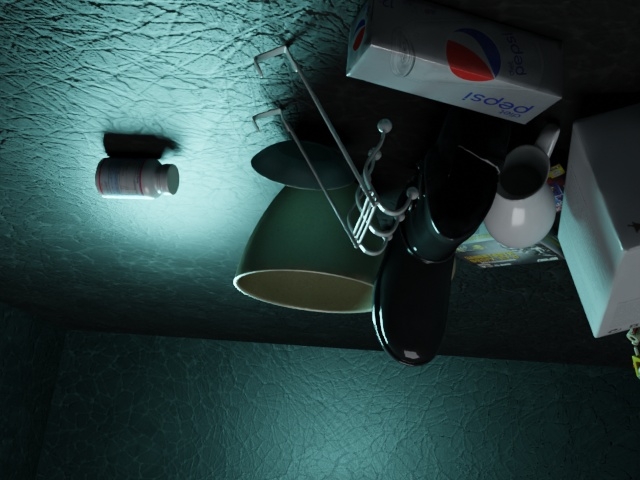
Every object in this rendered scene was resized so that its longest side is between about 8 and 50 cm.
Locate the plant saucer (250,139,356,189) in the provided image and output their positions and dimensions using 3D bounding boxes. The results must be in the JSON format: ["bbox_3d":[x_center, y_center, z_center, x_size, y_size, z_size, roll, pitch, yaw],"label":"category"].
[{"bbox_3d":[-0.028,-0.146,1.507,0.195,0.037,0.195,8,-155,-4],"label":"plant saucer"}]

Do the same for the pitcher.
[{"bbox_3d":[0.355,-0.089,1.425,0.125,0.178,0.207,33,164,24],"label":"pitcher"}]

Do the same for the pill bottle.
[{"bbox_3d":[-0.381,-0.129,1.739,0.160,0.087,0.087,3,162,13],"label":"pill bottle"}]

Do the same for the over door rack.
[{"bbox_3d":[0.026,-0.146,1.323,0.324,0.108,0.239,50,165,10],"label":"over door rack"}]

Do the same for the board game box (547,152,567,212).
[{"bbox_3d":[0.392,-0.084,1.581,0.194,0.060,0.194,-21,143,27],"label":"board game box"}]

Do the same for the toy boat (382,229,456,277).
[{"bbox_3d":[0.214,0.048,2.036,0.231,0.151,0.151,7,-167,1],"label":"toy boat"}]

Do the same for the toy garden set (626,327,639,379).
[{"bbox_3d":[0.688,0.236,1.638,0.204,0.049,0.244,24,155,49],"label":"toy garden set"}]

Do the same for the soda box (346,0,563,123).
[{"bbox_3d":[0.185,-0.249,1.140,0.286,0.091,0.098,12,161,-16],"label":"soda box"}]

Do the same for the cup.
[{"bbox_3d":[0.000,0.000,1.751,0.331,0.237,0.331,7,162,2],"label":"cup"}]

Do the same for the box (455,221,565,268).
[{"bbox_3d":[0.416,0.004,1.901,0.231,0.056,0.183,-9,157,40],"label":"box"}]

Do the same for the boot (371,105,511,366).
[{"bbox_3d":[0.195,0.016,1.381,0.146,0.367,0.445,5,168,-5],"label":"boot"}]

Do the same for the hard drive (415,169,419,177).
[{"bbox_3d":[0.256,-0.120,1.631,0.135,0.022,0.094,8,163,-3],"label":"hard drive"}]

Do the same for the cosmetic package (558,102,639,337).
[{"bbox_3d":[0.523,-0.019,1.407,0.161,0.230,0.453,-16,155,6],"label":"cosmetic package"}]
